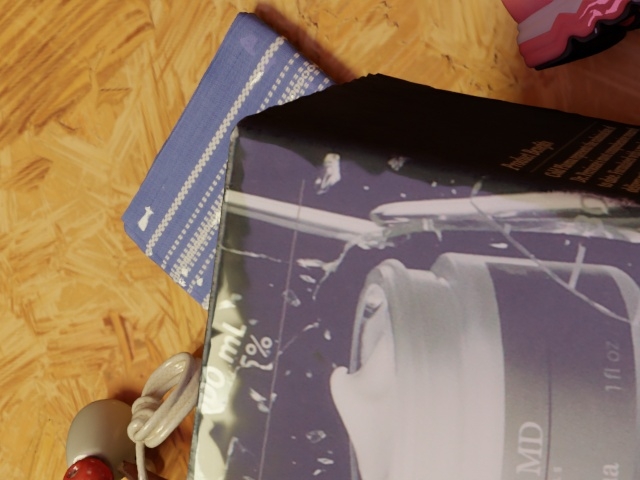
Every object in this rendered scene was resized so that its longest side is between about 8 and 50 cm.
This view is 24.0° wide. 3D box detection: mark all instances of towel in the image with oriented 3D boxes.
[{"bbox_3d":[0.000,0.000,1.243,0.336,0.040,0.243,42,120,15],"label":"towel"}]

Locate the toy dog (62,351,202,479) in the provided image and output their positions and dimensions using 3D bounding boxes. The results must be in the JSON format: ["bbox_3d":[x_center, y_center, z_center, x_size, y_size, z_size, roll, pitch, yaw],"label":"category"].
[{"bbox_3d":[-0.161,0.275,1.277,0.220,0.333,0.161,-27,117,37],"label":"toy dog"}]

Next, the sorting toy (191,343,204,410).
[{"bbox_3d":[-0.022,0.239,1.309,0.348,0.047,0.196,43,122,16],"label":"sorting toy"}]

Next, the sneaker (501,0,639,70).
[{"bbox_3d":[0.226,-0.239,0.978,0.314,0.116,0.136,-34,82,35],"label":"sneaker"}]

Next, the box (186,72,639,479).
[{"bbox_3d":[0.181,0.179,0.936,0.472,0.297,0.480,13,105,18],"label":"box"}]
